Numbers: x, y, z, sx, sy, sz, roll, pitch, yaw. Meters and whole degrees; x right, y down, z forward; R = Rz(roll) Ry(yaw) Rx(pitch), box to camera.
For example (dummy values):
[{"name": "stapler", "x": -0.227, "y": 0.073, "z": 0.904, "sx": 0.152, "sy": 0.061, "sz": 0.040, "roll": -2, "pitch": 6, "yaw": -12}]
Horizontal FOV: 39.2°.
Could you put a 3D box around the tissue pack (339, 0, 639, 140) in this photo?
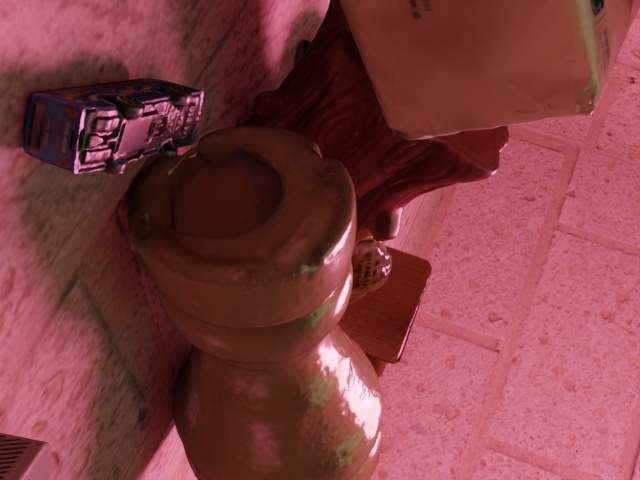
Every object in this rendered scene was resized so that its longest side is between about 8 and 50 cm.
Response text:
[{"name": "tissue pack", "x": 0.112, "y": -0.310, "z": 0.692, "sx": 0.297, "sy": 0.207, "sz": 0.380, "roll": -58, "pitch": 133, "yaw": -44}]

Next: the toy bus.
[{"name": "toy bus", "x": -0.135, "y": -0.082, "z": 0.609, "sx": 0.153, "sy": 0.061, "sz": 0.051, "roll": -37, "pitch": 146, "yaw": -67}]

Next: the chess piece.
[{"name": "chess piece", "x": -0.050, "y": 0.095, "z": 0.883, "sx": 0.442, "sy": 0.234, "sz": 0.234, "roll": 87, "pitch": 25, "yaw": -52}]

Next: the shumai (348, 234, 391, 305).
[{"name": "shumai", "x": -0.005, "y": 0.003, "z": 1.263, "sx": 0.184, "sy": 0.184, "sz": 0.141, "roll": 97, "pitch": -14, "yaw": -46}]

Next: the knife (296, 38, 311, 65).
[{"name": "knife", "x": -0.012, "y": -0.151, "z": 1.151, "sx": 0.293, "sy": 0.020, "sz": 0.043, "roll": 83, "pitch": 28, "yaw": -61}]

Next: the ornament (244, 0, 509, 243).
[{"name": "ornament", "x": 0.048, "y": -0.108, "z": 0.901, "sx": 0.235, "sy": 0.221, "sz": 0.218, "roll": -21, "pitch": 167, "yaw": -47}]

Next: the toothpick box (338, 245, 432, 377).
[{"name": "toothpick box", "x": 0.073, "y": 0.134, "z": 1.612, "sx": 0.308, "sy": 0.190, "sz": 0.187, "roll": 84, "pitch": 25, "yaw": -71}]

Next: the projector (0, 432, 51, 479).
[{"name": "projector", "x": -0.250, "y": 0.290, "z": 0.563, "sx": 0.257, "sy": 0.079, "sz": 0.259, "roll": -78, "pitch": 179, "yaw": -74}]
